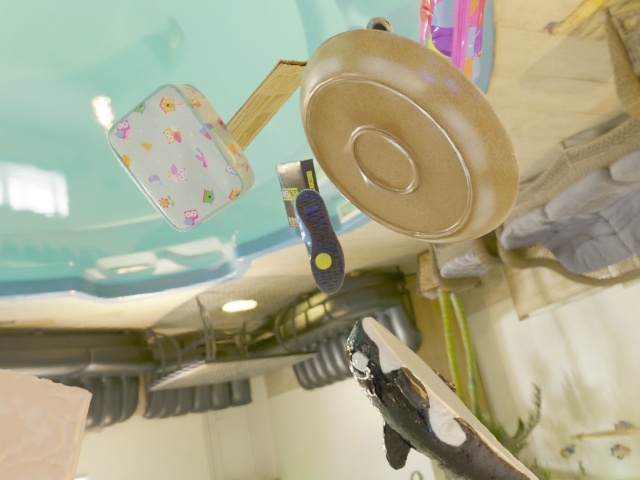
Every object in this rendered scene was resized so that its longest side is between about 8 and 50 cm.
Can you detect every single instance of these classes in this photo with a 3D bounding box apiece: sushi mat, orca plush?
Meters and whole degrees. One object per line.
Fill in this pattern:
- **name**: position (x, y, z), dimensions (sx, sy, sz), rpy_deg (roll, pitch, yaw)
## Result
- **sushi mat**: position (-0.144, -0.295, 1.316), dimensions (0.316, 0.019, 0.151), rpy_deg (-41, 171, 32)
- **orca plush**: position (0.123, 0.220, 0.654), dimensions (0.102, 0.287, 0.151), rpy_deg (-50, 177, 10)

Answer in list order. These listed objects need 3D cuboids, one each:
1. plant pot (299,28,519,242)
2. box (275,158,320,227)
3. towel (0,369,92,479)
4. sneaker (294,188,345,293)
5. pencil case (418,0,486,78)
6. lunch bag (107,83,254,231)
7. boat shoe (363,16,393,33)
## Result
- **plant pot**: position (0.067, -0.080, 0.538), dimensions (0.032, 0.236, 0.236), rpy_deg (-49, 177, -25)
- **box**: position (-0.055, -0.125, 1.565), dimensions (0.045, 0.184, 0.190), rpy_deg (-18, -168, -22)
- **towel**: position (-0.460, 0.270, 0.667), dimensions (0.331, 0.317, 0.053), rpy_deg (23, 119, -23)
- **sneaker**: position (0.000, 0.000, 1.132), dimensions (0.069, 0.210, 0.082), rpy_deg (-16, -178, -2)
- **pencil case**: position (0.179, -0.332, 0.776), dimensions (0.104, 0.104, 0.237), rpy_deg (-10, 125, -7)
- **lunch bag**: position (-0.291, -0.172, 1.196), dimensions (0.224, 0.279, 0.108), rpy_deg (-32, -171, 20)
- **boat shoe**: position (0.178, -0.442, 1.560), dimensions (0.113, 0.307, 0.105), rpy_deg (-5, -154, 4)
